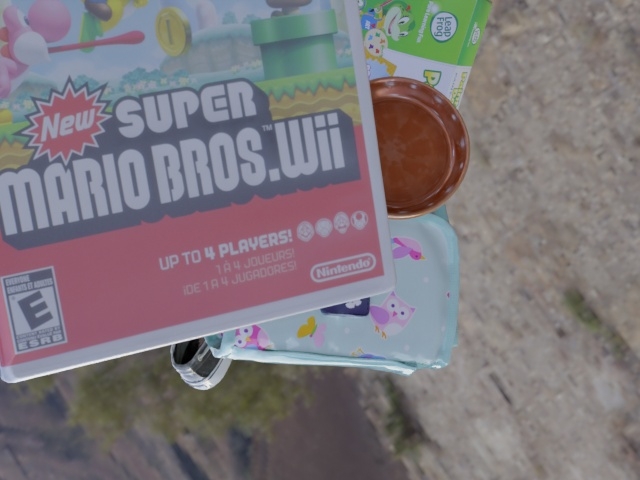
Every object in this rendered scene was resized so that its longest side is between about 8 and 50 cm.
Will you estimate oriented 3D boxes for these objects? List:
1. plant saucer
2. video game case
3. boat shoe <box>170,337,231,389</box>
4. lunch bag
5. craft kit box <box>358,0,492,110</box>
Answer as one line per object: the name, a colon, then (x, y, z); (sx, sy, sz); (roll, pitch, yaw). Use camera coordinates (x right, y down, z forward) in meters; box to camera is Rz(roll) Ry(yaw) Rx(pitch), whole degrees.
plant saucer: (0.042, -0.052, 0.717); (0.083, 0.083, 0.013); (55, 167, 10)
video game case: (-0.075, -0.094, 0.594); (0.025, 0.204, 0.285); (-168, 68, -65)
boat shoe: (-0.123, 0.072, 1.558); (0.077, 0.219, 0.070); (3, 151, 26)
lunch bag: (0.000, 0.000, 1.160); (0.160, 0.223, 0.262); (119, 151, -47)
craft kit box: (0.045, -0.191, 1.475); (0.246, 0.250, 0.061); (20, -172, 22)
